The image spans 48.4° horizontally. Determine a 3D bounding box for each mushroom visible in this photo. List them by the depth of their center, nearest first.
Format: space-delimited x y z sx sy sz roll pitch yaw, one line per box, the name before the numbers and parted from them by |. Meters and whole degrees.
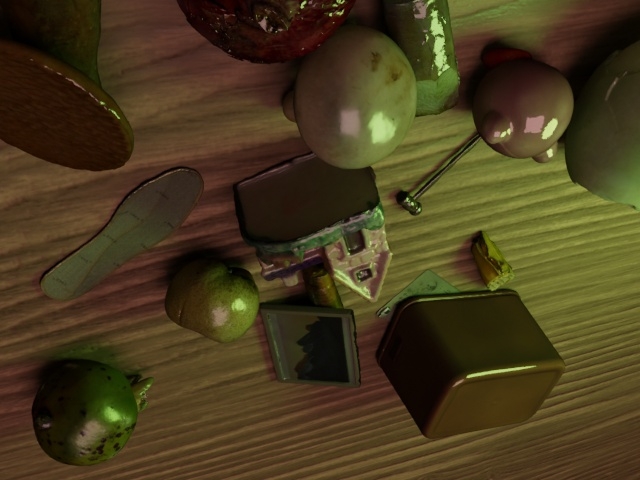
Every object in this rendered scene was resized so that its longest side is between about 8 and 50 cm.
mushroom | 0.029 -0.210 1.060 0.207 0.215 0.207 -7 100 -40

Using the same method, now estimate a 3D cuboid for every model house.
model house | 0.000 0.000 1.227 0.237 0.202 0.237 -23 135 -3

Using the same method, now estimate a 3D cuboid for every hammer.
hammer | 0.263 -0.158 1.333 0.292 0.029 0.058 -43 135 14

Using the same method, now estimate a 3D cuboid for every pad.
pad | 0.260 0.166 1.641 0.159 0.009 0.265 -43 134 15

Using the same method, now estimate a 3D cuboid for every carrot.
carrot | 0.015 0.143 1.469 0.070 0.070 0.260 -22 133 -5

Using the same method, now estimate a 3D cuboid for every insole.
insole | -0.334 -0.005 1.206 0.348 0.009 0.119 -37 136 10

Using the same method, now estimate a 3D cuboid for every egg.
egg | 0.593 -0.218 1.249 0.278 0.278 0.336 0 125 -25

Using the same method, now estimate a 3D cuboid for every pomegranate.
pomegranate | -0.424 0.306 1.345 0.246 0.198 0.198 -42 148 -39

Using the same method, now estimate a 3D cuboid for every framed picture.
framed picture | -0.015 0.226 1.502 0.192 0.018 0.265 2 135 10

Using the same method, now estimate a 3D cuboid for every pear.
pear | -0.190 0.105 1.273 0.167 0.167 0.136 29 97 -41

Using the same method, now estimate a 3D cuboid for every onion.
onion | -0.062 -0.329 0.884 0.252 0.219 0.252 -6 134 -6

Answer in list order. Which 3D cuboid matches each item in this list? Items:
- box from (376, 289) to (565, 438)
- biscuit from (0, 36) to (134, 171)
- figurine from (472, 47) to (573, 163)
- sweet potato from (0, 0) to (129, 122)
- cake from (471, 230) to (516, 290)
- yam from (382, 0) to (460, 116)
box | 0.343 0.279 1.619 0.340 0.229 0.239 -3 131 -25
biscuit | -0.365 -0.174 0.922 0.262 0.037 0.262 14 155 7
figurine | 0.341 -0.222 1.206 0.173 0.173 0.173 -13 134 -14
sweet potato | -0.323 -0.278 0.885 0.131 0.130 0.422 -12 142 -15
cake | 0.367 0.049 1.564 0.080 0.116 0.185 -37 167 16
yam | 0.162 -0.287 1.114 0.106 0.106 0.259 -24 134 -3
